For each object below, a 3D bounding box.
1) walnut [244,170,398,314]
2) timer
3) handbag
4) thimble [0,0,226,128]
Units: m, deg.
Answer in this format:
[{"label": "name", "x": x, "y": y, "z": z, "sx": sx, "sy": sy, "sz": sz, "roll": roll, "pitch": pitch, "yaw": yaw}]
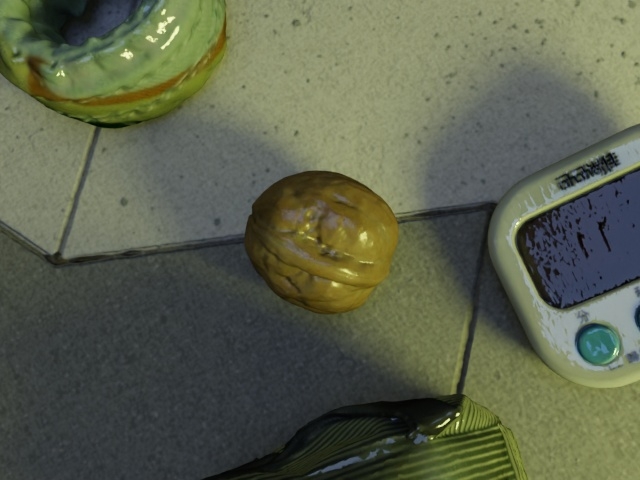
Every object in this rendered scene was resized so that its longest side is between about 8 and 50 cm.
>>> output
[{"label": "walnut", "x": 0.000, "y": 0.000, "z": 0.827, "sx": 0.166, "sy": 0.149, "sz": 0.167, "roll": 1, "pitch": 112, "yaw": 3}, {"label": "timer", "x": 0.322, "y": 0.015, "z": 0.793, "sx": 0.262, "sy": 0.087, "sz": 0.237, "roll": -26, "pitch": 75, "yaw": 15}, {"label": "handbag", "x": 0.044, "y": 0.284, "z": 0.710, "sx": 0.340, "sy": 0.240, "sz": 0.247, "roll": -20, "pitch": 72, "yaw": 3}, {"label": "thimble", "x": -0.251, "y": -0.276, "z": 0.899, "sx": 0.288, "sy": 0.167, "sz": 0.254, "roll": -24, "pitch": 78, "yaw": 2}]
